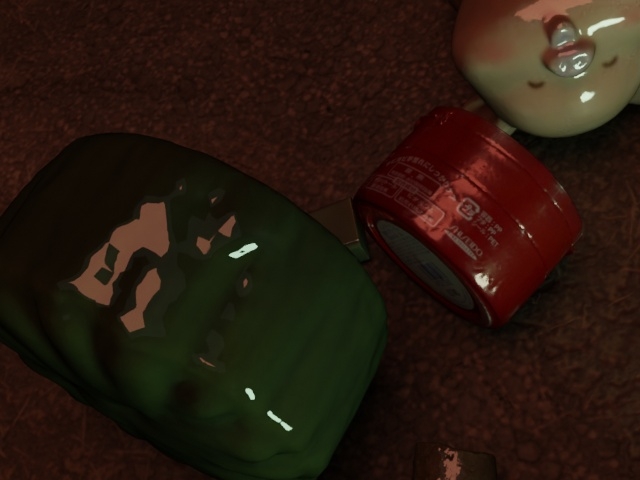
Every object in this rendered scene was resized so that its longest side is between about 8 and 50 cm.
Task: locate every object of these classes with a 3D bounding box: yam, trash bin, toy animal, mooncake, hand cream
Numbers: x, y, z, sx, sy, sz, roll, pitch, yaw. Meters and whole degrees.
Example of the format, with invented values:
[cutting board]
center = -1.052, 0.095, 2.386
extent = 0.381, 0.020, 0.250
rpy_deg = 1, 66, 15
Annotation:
[yam]
center = 0.112, 0.243, 0.914
extent = 0.084, 0.084, 0.127
rpy_deg = 3, 68, 20
[trash bin]
center = 0.000, 0.000, 1.098
extent = 0.092, 0.043, 0.060
rpy_deg = -18, 60, 14
[toy animal]
center = 0.216, -0.248, 1.057
extent = 0.237, 0.269, 0.326
rpy_deg = -18, 28, 9
[mooncake]
center = -0.128, 0.076, 0.923
extent = 0.356, 0.356, 0.194
rpy_deg = 16, 62, 25
[hand cream]
center = 0.135, -0.020, 0.975
extent = 0.125, 0.193, 0.193
rpy_deg = -46, 59, -8
